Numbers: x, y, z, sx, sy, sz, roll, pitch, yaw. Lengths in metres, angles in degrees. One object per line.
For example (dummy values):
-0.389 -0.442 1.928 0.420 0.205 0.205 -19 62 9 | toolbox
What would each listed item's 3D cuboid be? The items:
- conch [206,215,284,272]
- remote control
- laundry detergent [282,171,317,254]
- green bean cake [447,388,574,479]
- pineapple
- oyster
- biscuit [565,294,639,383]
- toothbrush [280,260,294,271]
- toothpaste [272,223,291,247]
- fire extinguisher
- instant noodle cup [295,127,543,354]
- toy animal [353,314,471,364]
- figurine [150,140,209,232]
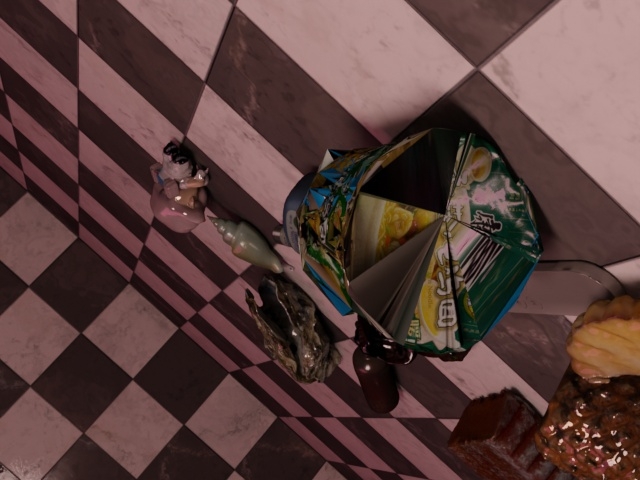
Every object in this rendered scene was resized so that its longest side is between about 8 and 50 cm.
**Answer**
-0.147 0.007 1.620 0.180 0.065 0.088 39 161 -12 | conch
0.262 0.057 1.006 0.077 0.022 0.245 46 161 -17 | remote control
0.084 0.016 1.169 0.289 0.094 0.143 28 145 26 | laundry detergent
0.306 0.339 1.424 0.198 0.097 0.232 44 161 -11 | green bean cake
0.425 0.274 0.959 0.364 0.165 0.166 31 159 24 | pineapple
-0.054 0.195 1.773 0.351 0.158 0.162 50 -157 -45 | oyster
0.341 0.099 0.863 0.183 0.061 0.118 6 135 37 | biscuit
-0.098 0.034 1.670 0.131 0.011 0.013 26 177 36 | toothbrush
0.000 0.000 1.367 0.239 0.039 0.062 9 136 54 | toothpaste
0.105 0.256 1.683 0.268 0.072 0.089 70 -178 -55 | fire extinguisher
0.089 -0.008 0.923 0.240 0.240 0.178 49 167 -21 | instant noodle cup
0.150 0.116 1.288 0.179 0.116 0.218 19 137 -18 | toy animal
-0.265 -0.090 1.583 0.137 0.112 0.229 40 152 20 | figurine
